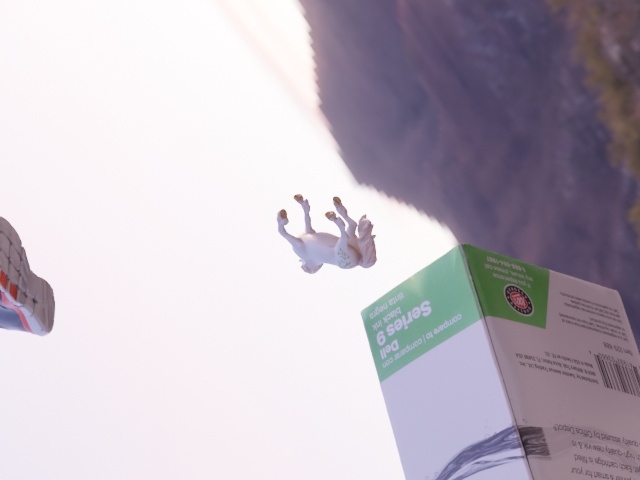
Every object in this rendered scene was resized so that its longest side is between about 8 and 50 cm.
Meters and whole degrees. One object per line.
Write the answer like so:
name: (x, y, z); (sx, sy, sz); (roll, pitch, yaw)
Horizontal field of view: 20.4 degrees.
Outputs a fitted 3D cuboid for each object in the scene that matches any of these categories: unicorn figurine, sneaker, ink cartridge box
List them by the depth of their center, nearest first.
ink cartridge box: (0.168, 0.170, 1.355); (0.211, 0.121, 0.289); (18, -132, -44)
sneaker: (-0.273, 0.034, 1.470); (0.158, 0.065, 0.061); (68, -158, -50)
unicorn figurine: (0.000, 0.000, 1.968); (0.162, 0.060, 0.111); (25, 146, 48)
